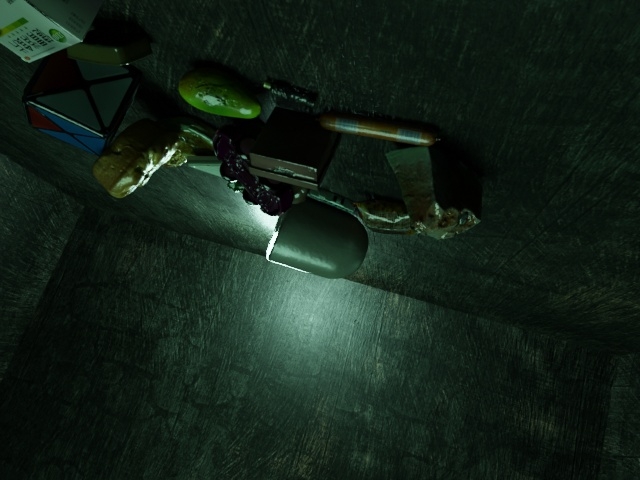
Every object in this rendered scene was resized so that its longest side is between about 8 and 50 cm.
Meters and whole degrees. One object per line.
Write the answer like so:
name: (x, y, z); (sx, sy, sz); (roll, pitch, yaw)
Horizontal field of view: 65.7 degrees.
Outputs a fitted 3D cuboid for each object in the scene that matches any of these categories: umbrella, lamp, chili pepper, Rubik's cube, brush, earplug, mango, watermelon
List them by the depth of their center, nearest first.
brush: (-0.554, -0.506, 1.293); (0.198, 0.123, 0.059); (13, 129, 19)
umbrella: (-0.081, -0.390, 1.314); (0.144, 0.040, 0.037); (20, 174, -1)
mango: (-0.271, -0.402, 1.360); (0.233, 0.111, 0.125); (17, 170, -1)
watermelon: (0.340, -0.147, 1.388); (0.264, 0.301, 0.151); (21, 134, -40)
Rubik's cube: (-0.728, -0.436, 1.520); (0.249, 0.249, 0.246); (27, 163, -23)
lamp: (-0.327, -0.274, 1.877); (0.269, 0.047, 0.267); (5, 176, 30)
earplug: (0.000, 0.000, 2.103); (0.395, 0.312, 0.313); (21, 165, -11)
chili pepper: (-0.297, -0.217, 2.165); (0.225, 0.060, 0.098); (20, 159, 0)

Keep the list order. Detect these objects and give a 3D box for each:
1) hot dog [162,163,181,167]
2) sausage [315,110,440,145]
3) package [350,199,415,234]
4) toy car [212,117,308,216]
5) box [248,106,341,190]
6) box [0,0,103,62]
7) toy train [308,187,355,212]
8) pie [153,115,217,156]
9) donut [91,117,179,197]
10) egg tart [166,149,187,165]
hot dog: (-0.651, -0.353, 2.089); (0.147, 0.065, 0.099); (31, 151, -34)
sausage: (0.148, -0.302, 1.328); (0.348, 0.053, 0.053); (13, 165, 17)
package: (0.265, -0.081, 1.895); (0.289, 0.108, 0.223); (11, 166, 16)
toy car: (-0.165, -0.257, 1.601); (0.340, 0.240, 0.271); (50, 157, -9)
box: (-0.072, -0.267, 1.407); (0.216, 0.215, 0.086); (16, 147, 11)
box: (-0.705, -0.566, 1.211); (0.333, 0.145, 0.173); (5, 158, 39)
toy train: (0.039, -0.167, 1.972); (0.208, 0.043, 0.047); (21, 163, -11)
pie: (-0.472, -0.369, 1.808); (0.303, 0.066, 0.302); (16, 166, 4)
donut: (-0.611, -0.274, 1.646); (0.150, 0.299, 0.317); (43, 157, -16)
egg tart: (-0.593, -0.357, 2.008); (0.129, 0.049, 0.128); (-6, 149, -3)
